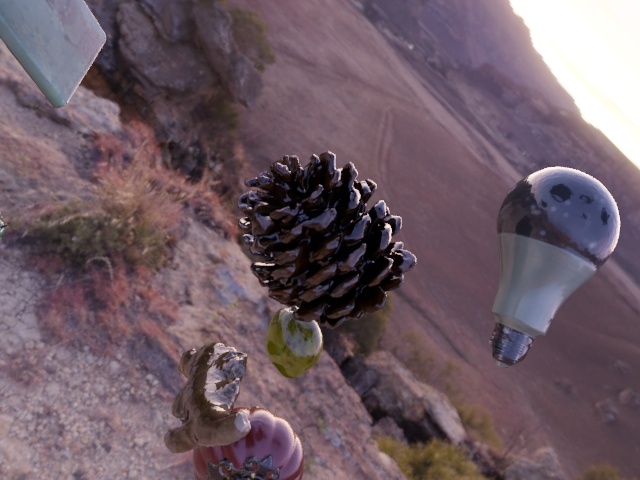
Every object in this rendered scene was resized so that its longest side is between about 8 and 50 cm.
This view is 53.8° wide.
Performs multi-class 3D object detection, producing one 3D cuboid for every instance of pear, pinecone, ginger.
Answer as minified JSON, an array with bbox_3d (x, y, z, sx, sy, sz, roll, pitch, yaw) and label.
[{"bbox_3d":[-0.048,0.183,1.147,0.107,0.131,0.107,5,12,-1],"label":"pear"},{"bbox_3d":[0.000,0.000,0.900,0.272,0.224,0.224,51,18,-22],"label":"pinecone"},{"bbox_3d":[-0.190,0.263,1.062,0.080,0.166,0.333,46,6,-25],"label":"ginger"}]

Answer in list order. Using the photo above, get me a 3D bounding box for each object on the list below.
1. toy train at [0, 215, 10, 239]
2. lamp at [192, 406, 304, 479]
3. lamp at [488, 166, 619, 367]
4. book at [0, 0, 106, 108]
[{"bbox_3d":[-0.582,-0.044,0.865,0.189,0.126,0.307,42,12,11],"label":"toy train"},{"bbox_3d":[-0.144,0.438,1.274,0.227,0.227,0.227,38,23,-19],"label":"lamp"},{"bbox_3d":[0.352,0.041,0.995,0.181,0.314,0.182,14,8,-2],"label":"lamp"},{"bbox_3d":[-0.214,-0.182,0.465,0.135,0.017,0.103,63,26,-43],"label":"book"}]
